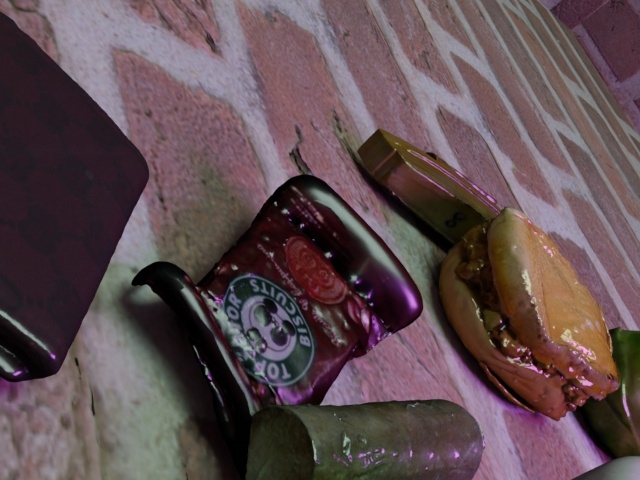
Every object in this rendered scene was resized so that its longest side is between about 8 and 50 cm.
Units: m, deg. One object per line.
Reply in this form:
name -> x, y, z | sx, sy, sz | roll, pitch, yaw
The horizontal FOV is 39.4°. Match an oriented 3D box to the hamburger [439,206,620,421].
hamburger -> 0.213, 0.071, 0.909 | 0.213, 0.108, 0.214 | 36, 31, -26

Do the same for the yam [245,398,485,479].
yam -> 0.027, 0.131, 0.547 | 0.169, 0.068, 0.068 | 10, 48, -46

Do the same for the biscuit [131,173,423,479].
biscuit -> -0.024, 0.046, 0.611 | 0.151, 0.063, 0.235 | 51, 34, -1

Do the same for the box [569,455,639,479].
box -> 0.138, 0.228, 0.485 | 0.262, 0.206, 0.291 | 43, 27, -16

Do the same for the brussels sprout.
brussels sprout -> 0.361, 0.181, 0.996 | 0.145, 0.131, 0.183 | 52, 15, -59

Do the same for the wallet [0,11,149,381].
wallet -> -0.185, -0.044, 0.490 | 0.182, 0.049, 0.229 | 42, 26, -18

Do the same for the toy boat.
toy boat -> 0.131, -0.049, 0.983 | 0.226, 0.068, 0.088 | 33, 27, -27
